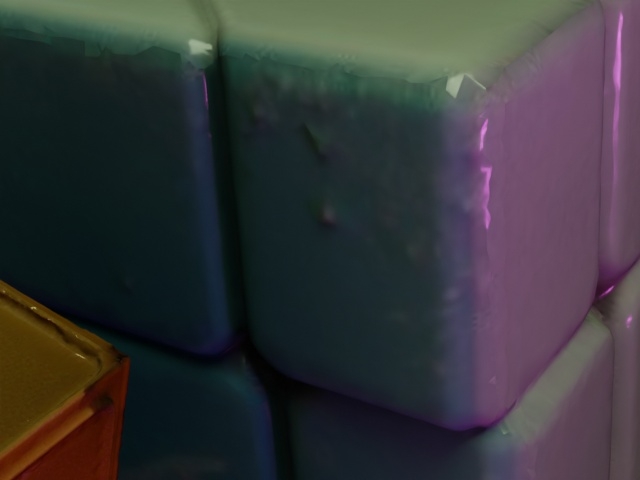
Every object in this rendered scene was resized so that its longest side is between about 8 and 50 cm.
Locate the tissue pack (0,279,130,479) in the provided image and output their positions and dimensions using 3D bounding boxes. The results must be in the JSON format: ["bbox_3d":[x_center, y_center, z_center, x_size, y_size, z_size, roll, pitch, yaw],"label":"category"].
[{"bbox_3d":[-0.189,0.124,0.438,0.194,0.274,0.145,28,40,21],"label":"tissue pack"}]

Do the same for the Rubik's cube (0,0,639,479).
[{"bbox_3d":[0.000,0.000,0.567,0.322,0.315,0.319,15,34,29],"label":"Rubik's cube"}]
